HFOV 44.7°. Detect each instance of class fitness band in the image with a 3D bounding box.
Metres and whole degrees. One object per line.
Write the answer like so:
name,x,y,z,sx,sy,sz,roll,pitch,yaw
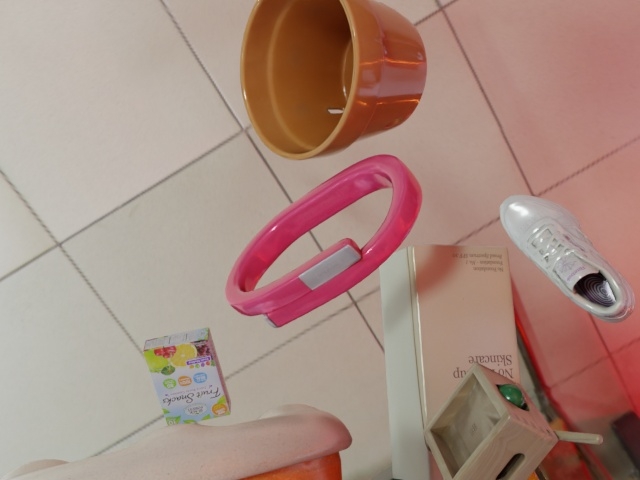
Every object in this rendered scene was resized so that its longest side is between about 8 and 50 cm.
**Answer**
fitness band,0.000,0.000,0.988,0.290,0.209,0.054,-30,116,26

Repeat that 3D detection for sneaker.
sneaker,0.446,0.021,1.409,0.305,0.152,0.114,46,105,20

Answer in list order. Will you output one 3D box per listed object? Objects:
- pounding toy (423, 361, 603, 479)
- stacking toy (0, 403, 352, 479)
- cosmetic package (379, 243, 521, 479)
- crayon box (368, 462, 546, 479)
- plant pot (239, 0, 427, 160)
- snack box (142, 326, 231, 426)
pounding toy,0.209,0.218,0.870,0.100,0.130,0.141,29,105,-19
stacking toy,-0.099,0.412,0.698,0.350,0.350,0.480,-12,77,-3
cosmetic package,0.180,0.167,1.075,0.160,0.113,0.310,0,78,-22
crayon box,0.231,0.398,1.235,0.318,0.081,0.202,-29,89,-25
plant pot,0.032,-0.279,1.262,0.203,0.291,0.291,-8,115,-40
snack box,-0.200,0.208,1.180,0.100,0.037,0.141,-11,115,1
